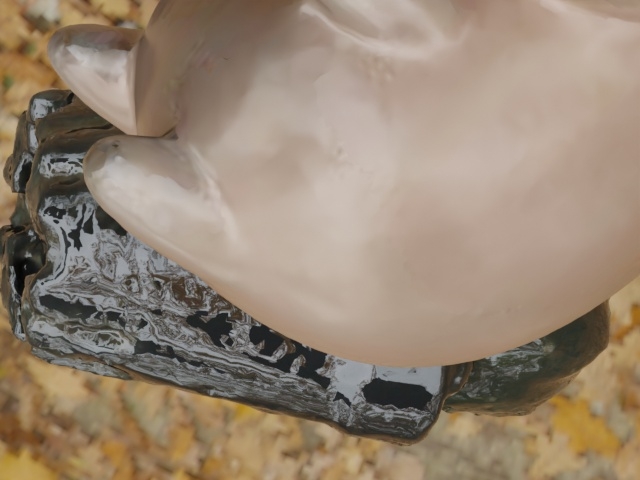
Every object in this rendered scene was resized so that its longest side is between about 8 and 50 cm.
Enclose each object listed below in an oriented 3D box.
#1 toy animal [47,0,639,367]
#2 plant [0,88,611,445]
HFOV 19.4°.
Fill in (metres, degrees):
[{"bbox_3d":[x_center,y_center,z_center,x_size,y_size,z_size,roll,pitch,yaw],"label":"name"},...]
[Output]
[{"bbox_3d":[0.057,-0.076,0.473,0.154,0.166,0.250,28,113,-35],"label":"toy animal"},{"bbox_3d":[0.000,0.000,0.761,0.256,0.164,0.141,7,95,-22],"label":"plant"}]
